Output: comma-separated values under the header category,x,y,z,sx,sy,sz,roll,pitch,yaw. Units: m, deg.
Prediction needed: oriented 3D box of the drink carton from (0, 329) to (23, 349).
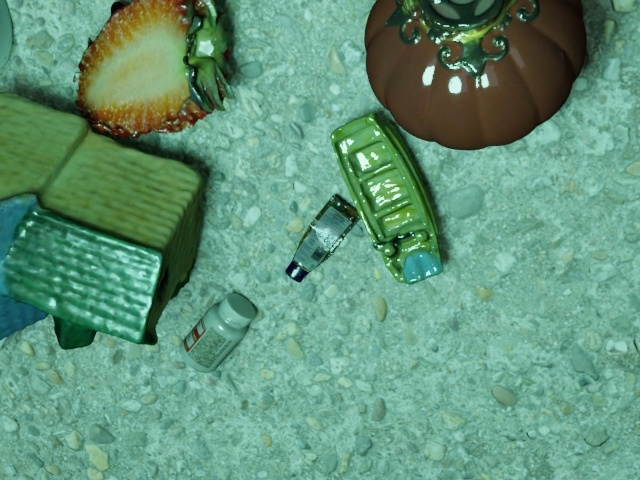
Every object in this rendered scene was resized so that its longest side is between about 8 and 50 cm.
category,x,y,z,sx,sy,sz,roll,pitch,yaw
drink carton,-0.665,0.065,1.656,0.315,0.130,0.106,35,115,-3

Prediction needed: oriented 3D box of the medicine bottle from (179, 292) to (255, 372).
category,x,y,z,sx,sy,sz,roll,pitch,yaw
medicine bottle,-0.178,0.160,1.610,0.079,0.079,0.140,39,114,-4

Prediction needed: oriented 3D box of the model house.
category,x,y,z,sx,sy,sz,roll,pitch,yaw
model house,-0.408,0.025,1.423,0.382,0.343,0.335,16,135,4

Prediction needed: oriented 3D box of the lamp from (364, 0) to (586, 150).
category,x,y,z,sx,sy,sz,roll,pitch,yaw
lamp,0.209,-0.271,1.264,0.303,0.257,0.303,-5,70,14

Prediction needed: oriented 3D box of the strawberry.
category,x,y,z,sx,sy,sz,roll,pitch,yaw
strawberry,-0.256,-0.279,1.457,0.306,0.137,0.233,-3,92,40

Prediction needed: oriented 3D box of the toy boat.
category,x,y,z,sx,sy,sz,roll,pitch,yaw
toy boat,0.113,-0.069,1.463,0.111,0.084,0.276,-22,101,22

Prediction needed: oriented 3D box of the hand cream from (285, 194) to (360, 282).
category,x,y,z,sx,sy,sz,roll,pitch,yaw
hand cream,0.000,0.000,1.538,0.062,0.039,0.163,38,107,-1

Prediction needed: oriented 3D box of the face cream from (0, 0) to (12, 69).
category,x,y,z,sx,sy,sz,roll,pitch,yaw
face cream,-0.624,-0.342,1.456,0.187,0.201,0.201,-9,108,15
